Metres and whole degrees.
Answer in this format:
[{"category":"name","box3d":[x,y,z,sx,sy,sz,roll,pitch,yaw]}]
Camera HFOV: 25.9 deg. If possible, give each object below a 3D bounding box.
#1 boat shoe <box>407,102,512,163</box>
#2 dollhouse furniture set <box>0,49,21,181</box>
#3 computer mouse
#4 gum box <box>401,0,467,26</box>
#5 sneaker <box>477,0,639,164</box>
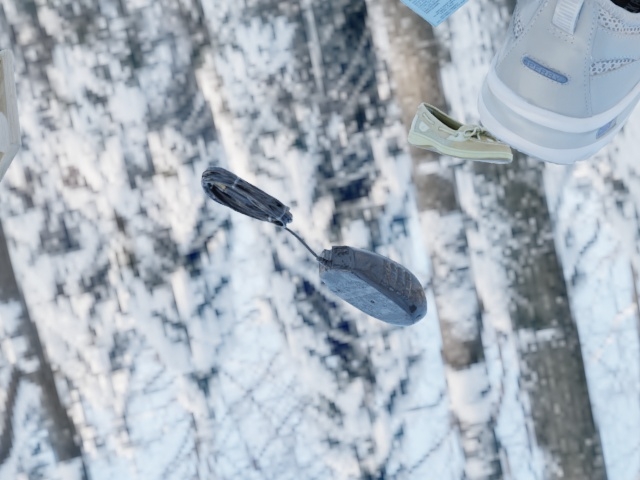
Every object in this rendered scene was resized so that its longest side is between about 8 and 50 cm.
[{"category":"boat shoe","box3d":[0.150,-0.115,1.498,0.056,0.048,0.153,6,-170,-32]},{"category":"dollhouse furniture set","box3d":[-0.340,-0.084,1.102,0.151,0.144,0.123,17,-144,-31]},{"category":"computer mouse","box3d":[0.000,0.000,1.211,0.071,0.242,0.041,-13,-134,57]},{"category":"gum box","box3d":[0.010,-0.238,0.882,0.041,0.157,0.184,-37,136,25]},{"category":"sneaker","box3d":[0.184,-0.163,0.764,0.105,0.115,0.281,25,-126,9]}]
